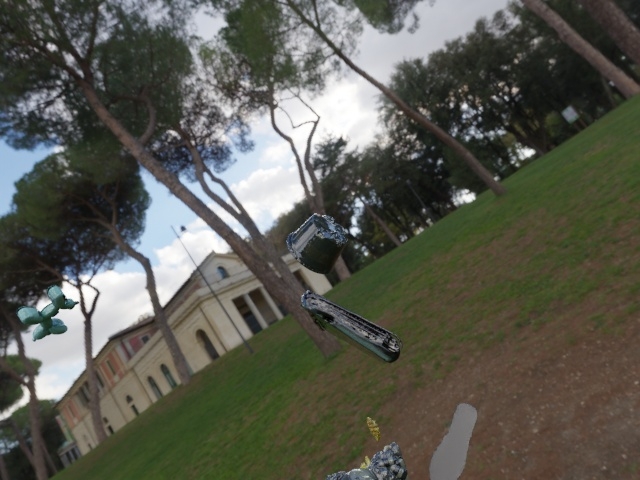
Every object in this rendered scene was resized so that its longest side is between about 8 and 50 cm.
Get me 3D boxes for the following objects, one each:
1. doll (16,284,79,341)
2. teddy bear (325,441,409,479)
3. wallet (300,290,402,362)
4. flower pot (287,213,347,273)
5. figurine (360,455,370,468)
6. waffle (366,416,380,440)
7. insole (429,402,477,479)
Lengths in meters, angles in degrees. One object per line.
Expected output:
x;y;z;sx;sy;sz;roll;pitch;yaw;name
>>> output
-0.767;0.216;1.239;0.159;0.059;0.159;-45;-26;-17;doll
0.148;0.719;1.256;0.250;0.171;0.144;-17;-17;-28;teddy bear
0.057;0.162;0.769;0.045;0.172;0.318;-60;-15;-12;wallet
0.000;0.000;1.190;0.157;0.157;0.107;-20;-28;-56;flower pot
0.210;0.796;1.457;0.129;0.178;0.109;-23;-18;-25;figurine
0.182;0.645;1.507;0.016;0.078;0.085;-16;12;-17;waffle
0.474;0.722;1.550;0.322;0.109;0.007;-53;-26;-32;insole
